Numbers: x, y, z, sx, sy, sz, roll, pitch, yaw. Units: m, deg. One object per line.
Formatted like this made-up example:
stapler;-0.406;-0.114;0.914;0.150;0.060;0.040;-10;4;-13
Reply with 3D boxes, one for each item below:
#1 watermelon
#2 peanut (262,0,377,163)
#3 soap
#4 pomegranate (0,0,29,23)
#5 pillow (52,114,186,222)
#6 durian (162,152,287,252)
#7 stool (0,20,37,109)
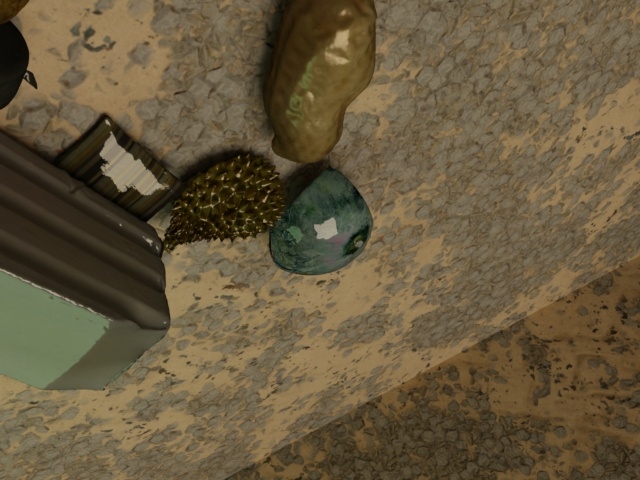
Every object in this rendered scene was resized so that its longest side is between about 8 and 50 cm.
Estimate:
watermelon;0.006;0.002;1.518;0.188;0.175;0.321;-52;154;-28
peanut;-0.003;-0.300;1.202;0.192;0.169;0.387;-14;145;-33
soap;-0.459;0.039;1.030;0.213;0.350;0.435;-43;131;14
pomegranate;-0.445;-0.343;0.721;0.261;0.260;0.260;-22;144;-17
pillow;-0.392;-0.096;1.209;0.208;0.052;0.212;-38;131;7
durian;-0.197;-0.079;1.354;0.306;0.166;0.172;-33;110;-23
stool;-0.511;-0.252;0.888;0.139;0.228;0.153;-44;-169;36
